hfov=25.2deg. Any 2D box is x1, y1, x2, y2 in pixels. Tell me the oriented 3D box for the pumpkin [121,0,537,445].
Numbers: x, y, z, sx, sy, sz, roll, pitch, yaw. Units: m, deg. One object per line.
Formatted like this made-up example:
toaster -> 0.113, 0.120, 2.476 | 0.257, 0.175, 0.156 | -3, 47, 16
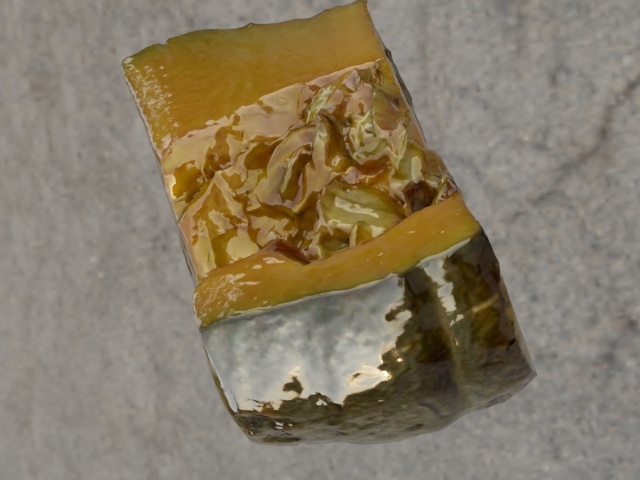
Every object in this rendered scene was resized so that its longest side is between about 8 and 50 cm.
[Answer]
pumpkin -> 0.000, -0.001, 0.617 | 0.248, 0.131, 0.126 | -105, -10, -53
